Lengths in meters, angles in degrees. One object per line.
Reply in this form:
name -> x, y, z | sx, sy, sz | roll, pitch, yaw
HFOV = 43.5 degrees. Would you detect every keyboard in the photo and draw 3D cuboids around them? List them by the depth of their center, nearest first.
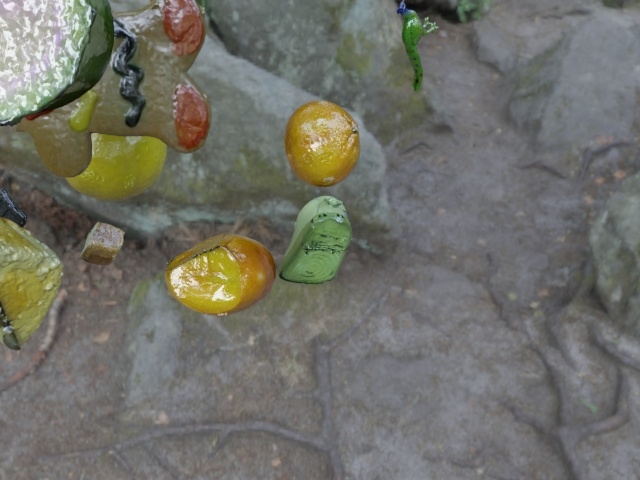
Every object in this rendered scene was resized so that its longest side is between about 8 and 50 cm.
keyboard -> -0.706, 0.008, 1.653 | 0.106, 0.262, 0.016 | 48, 17, 5

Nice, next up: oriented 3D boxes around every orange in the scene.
orange -> 0.005, -0.199, 1.652 | 0.155, 0.177, 0.177 | 3, 34, 14

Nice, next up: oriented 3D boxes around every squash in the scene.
squash -> -0.414, -0.327, 1.118 | 0.311, 0.310, 0.309 | 10, 16, 2

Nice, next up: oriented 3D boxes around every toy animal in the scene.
toy animal -> 0.196, -0.390, 1.580 | 0.075, 0.217, 0.041 | -39, 54, -12

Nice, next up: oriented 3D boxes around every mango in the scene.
mango -> -0.167, 0.056, 1.472 | 0.187, 0.137, 0.257 | -10, 6, 16

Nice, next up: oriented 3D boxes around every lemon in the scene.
lemon -> -0.513, -0.229, 1.976 | 0.293, 0.293, 0.293 | 6, 36, -4

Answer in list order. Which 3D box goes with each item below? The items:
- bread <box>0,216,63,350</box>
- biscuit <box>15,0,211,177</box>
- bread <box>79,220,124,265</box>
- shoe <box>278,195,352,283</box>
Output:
bread -> -0.589, 0.046, 1.480 | 0.204, 0.262, 0.163 | 34, 51, 25
biscuit -> -0.415, -0.303, 1.574 | 0.394, 0.368, 0.076 | -2, 17, -3
bread -> -0.475, 0.011, 1.750 | 0.070, 0.083, 0.076 | 25, 46, -21
shoe -> 0.001, 0.006, 1.777 | 0.140, 0.262, 0.128 | 18, 54, -7
